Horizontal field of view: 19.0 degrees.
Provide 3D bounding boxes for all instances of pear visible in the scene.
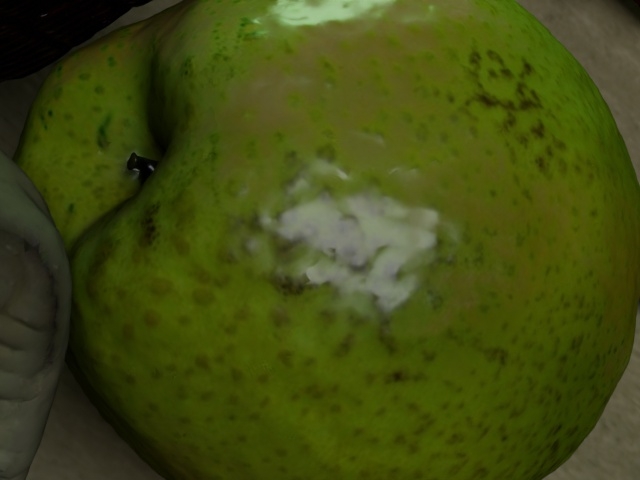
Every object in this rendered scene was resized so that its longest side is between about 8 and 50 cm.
[{"bbox_3d":[0.000,0.000,1.136,0.391,0.391,0.391,3,82,-23],"label":"pear"}]

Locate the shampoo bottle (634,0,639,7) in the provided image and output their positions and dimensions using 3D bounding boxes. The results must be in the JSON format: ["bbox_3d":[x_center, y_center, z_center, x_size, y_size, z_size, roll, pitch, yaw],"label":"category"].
[{"bbox_3d":[0.163,-0.283,1.415,0.314,0.076,0.118,39,47,-14],"label":"shampoo bottle"}]

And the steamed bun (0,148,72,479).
[{"bbox_3d":[-0.299,0.040,1.019,0.309,0.219,0.324,3,123,-18],"label":"steamed bun"}]

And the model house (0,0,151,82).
[{"bbox_3d":[-0.196,-0.240,1.054,0.282,0.317,0.297,16,86,22],"label":"model house"}]
